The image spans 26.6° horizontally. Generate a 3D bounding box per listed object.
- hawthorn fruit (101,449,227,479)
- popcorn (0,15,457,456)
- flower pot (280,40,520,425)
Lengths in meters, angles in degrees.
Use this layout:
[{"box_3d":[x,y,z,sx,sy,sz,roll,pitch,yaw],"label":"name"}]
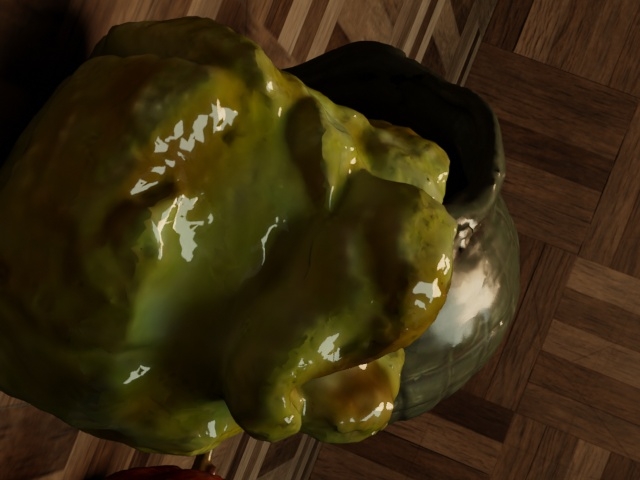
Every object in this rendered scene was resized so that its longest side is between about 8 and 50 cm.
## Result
[{"box_3d":[-0.124,0.276,1.153,0.205,0.205,0.253,92,19,-63],"label":"hawthorn fruit"},{"box_3d":[-0.059,0.013,0.780,0.276,0.276,0.225,96,13,-58],"label":"popcorn"},{"box_3d":[0.000,0.000,1.047,0.302,0.302,0.213,-59,152,-45],"label":"flower pot"}]
